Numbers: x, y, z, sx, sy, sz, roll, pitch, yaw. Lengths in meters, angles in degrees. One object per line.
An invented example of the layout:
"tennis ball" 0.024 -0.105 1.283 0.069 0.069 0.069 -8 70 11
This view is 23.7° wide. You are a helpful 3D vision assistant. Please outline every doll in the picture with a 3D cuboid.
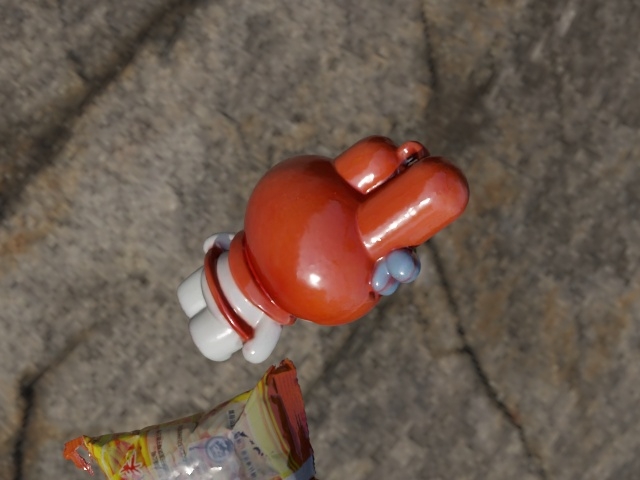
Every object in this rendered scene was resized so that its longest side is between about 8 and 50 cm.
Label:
"doll" 0.000 0.000 1.334 0.290 0.161 0.130 -34 146 21

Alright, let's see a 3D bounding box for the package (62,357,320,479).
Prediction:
"package" -0.118 0.271 1.691 0.288 0.108 0.223 -25 102 8
